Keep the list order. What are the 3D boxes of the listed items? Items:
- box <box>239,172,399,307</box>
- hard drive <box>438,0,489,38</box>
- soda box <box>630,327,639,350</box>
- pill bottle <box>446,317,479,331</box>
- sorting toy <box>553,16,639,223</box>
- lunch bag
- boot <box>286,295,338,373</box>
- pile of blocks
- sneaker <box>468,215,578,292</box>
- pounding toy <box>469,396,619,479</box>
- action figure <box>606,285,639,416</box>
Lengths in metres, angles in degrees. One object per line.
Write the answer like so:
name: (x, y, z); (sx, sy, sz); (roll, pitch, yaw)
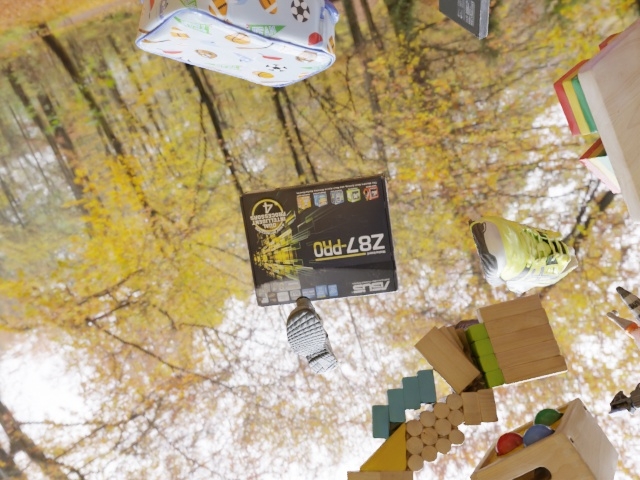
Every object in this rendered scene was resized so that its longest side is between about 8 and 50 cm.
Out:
box: (0.000, 0.000, 1.670); (0.394, 0.318, 0.097); (-6, -169, 7)
hard drive: (0.278, -0.466, 1.202); (0.022, 0.094, 0.135); (-28, -129, -11)
soda box: (0.648, 0.167, 1.109); (0.058, 0.063, 0.183); (-17, 163, -12)
pill bottle: (0.431, 0.269, 1.652); (0.122, 0.123, 0.219); (-33, -171, -33)
sorting toy: (0.489, -0.198, 0.966); (0.257, 0.256, 0.089); (-39, -160, -28)
lunch bag: (-0.140, -0.344, 0.993); (0.303, 0.115, 0.243); (9, 175, -37)
boot: (-0.035, 0.191, 1.430); (0.083, 0.247, 0.161); (-21, -133, 2)
pile of blocks: (0.160, 0.212, 0.826); (0.362, 0.149, 0.113); (-38, 164, -9)
sneaker: (0.405, 0.014, 1.220); (0.147, 0.145, 0.384); (-20, 164, 27)
pounding toy: (0.224, 0.280, 0.703); (0.181, 0.094, 0.206); (-39, 166, 27)
action figure: (0.755, 0.274, 1.378); (0.341, 0.178, 0.330); (-41, -134, 30)
